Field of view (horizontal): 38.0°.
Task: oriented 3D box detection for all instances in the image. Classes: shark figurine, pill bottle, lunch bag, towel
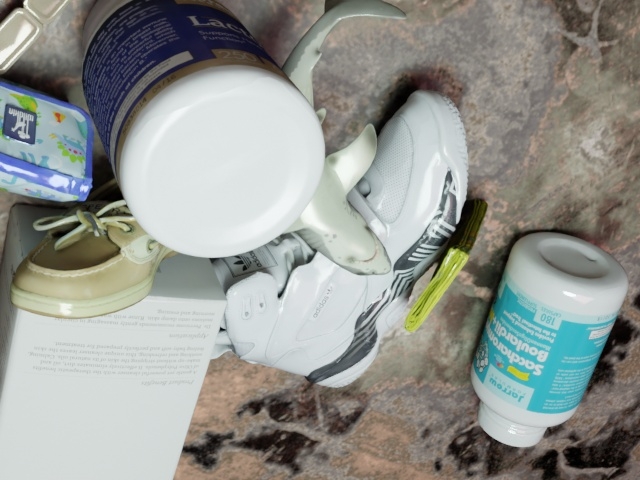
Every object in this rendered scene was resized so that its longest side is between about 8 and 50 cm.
[{"bbox_3d":[-0.020,-0.103,0.858,0.166,0.116,0.278,-4,97,-26],"label":"shark figurine"},{"bbox_3d":[0.278,0.133,1.176,0.146,0.146,0.264,-2,122,-23],"label":"pill bottle"},{"bbox_3d":[-0.111,-0.115,0.758,0.153,0.265,0.153,-13,127,-18],"label":"pill bottle"},{"bbox_3d":[-0.266,-0.085,0.778,0.129,0.151,0.096,16,107,-31],"label":"lunch bag"},{"bbox_3d":[0.139,0.020,1.011,0.021,0.237,0.102,35,111,4],"label":"towel"}]

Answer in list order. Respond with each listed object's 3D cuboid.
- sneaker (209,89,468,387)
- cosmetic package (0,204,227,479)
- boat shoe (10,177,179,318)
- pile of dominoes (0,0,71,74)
[{"bbox_3d":[0.000,0.000,0.966,0.210,0.137,0.366,8,121,-31],"label":"sneaker"},{"bbox_3d":[-0.245,0.164,0.956,0.197,0.155,0.365,7,119,-27],"label":"cosmetic package"},{"bbox_3d":[-0.177,-0.017,0.818,0.104,0.285,0.089,13,113,9],"label":"boat shoe"},{"bbox_3d":[-0.264,-0.275,0.742,0.251,0.040,0.196,-47,128,0],"label":"pile of dominoes"}]
